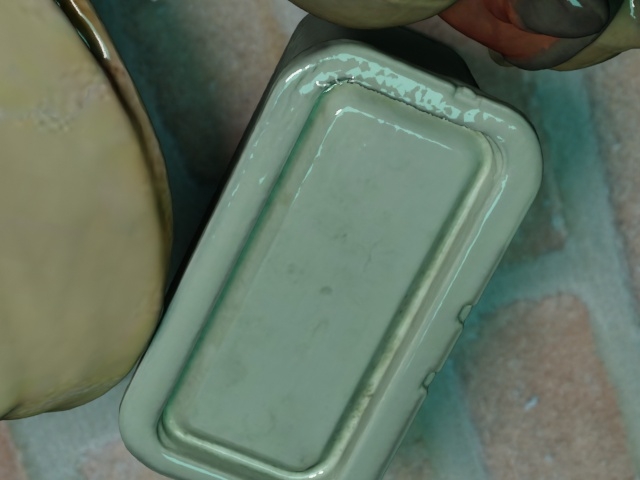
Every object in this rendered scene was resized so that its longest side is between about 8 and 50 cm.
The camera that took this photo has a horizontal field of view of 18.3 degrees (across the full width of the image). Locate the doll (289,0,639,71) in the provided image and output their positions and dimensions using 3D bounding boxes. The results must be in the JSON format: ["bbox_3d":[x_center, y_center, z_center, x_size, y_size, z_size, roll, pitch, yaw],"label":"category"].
[{"bbox_3d":[0.083,-0.198,1.197,0.330,0.235,0.174,19,139,-24],"label":"doll"}]

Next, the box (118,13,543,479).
[{"bbox_3d":[0.000,0.000,1.292,0.175,0.182,0.312,22,112,-13],"label":"box"}]

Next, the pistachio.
[{"bbox_3d":[-0.280,-0.070,1.208,0.365,0.281,0.445,-32,102,33],"label":"pistachio"}]
